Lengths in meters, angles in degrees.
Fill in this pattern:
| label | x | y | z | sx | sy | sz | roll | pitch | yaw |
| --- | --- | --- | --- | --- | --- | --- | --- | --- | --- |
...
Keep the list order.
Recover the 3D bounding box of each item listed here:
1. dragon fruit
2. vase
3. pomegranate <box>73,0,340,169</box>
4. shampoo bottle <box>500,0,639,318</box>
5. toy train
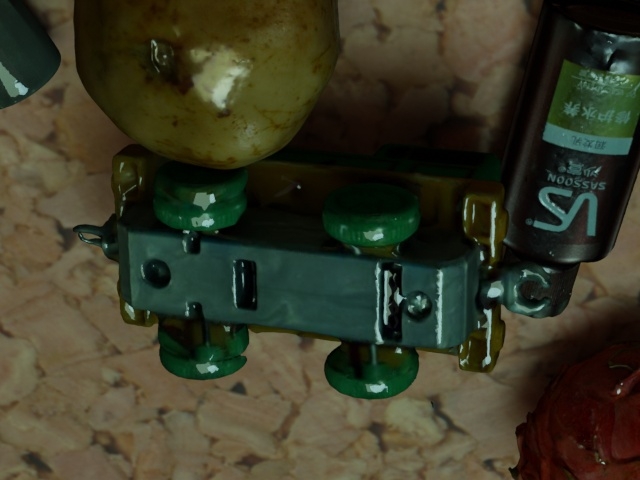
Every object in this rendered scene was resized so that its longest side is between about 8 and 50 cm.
| label | x | y | z | sx | sy | sz | roll | pitch | yaw |
| --- | --- | --- | --- | --- | --- | --- | --- | --- | --- |
| dragon fruit | 0.311 | 0.215 | 1.842 | 0.241 | 0.241 | 0.252 | 24 | 110 | -17 |
| vase | -0.310 | -0.218 | 1.606 | 0.086 | 0.086 | 0.214 | -21 | 120 | 16 |
| pomegranate | -0.094 | -0.180 | 1.543 | 0.248 | 0.248 | 0.248 | 0 | 128 | 1 |
| shampoo bottle | 0.226 | -0.072 | 1.705 | 0.129 | 0.084 | 0.323 | 11 | 128 | -3 |
| toy train | 0.000 | 0.000 | 1.658 | 0.429 | 0.249 | 0.178 | 7 | 114 | 17 |
